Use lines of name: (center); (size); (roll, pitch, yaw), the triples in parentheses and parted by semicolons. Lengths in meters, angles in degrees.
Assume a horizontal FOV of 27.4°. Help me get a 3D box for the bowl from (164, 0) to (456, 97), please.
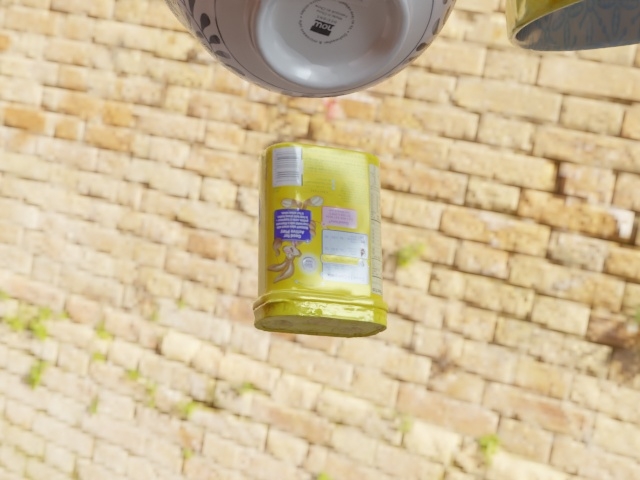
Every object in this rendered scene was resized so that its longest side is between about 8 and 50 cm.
bowl: (0.001, -0.126, 0.641); (0.170, 0.170, 0.080); (7, 43, -16)

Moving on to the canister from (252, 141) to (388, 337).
canister: (0.000, 0.000, 1.242); (0.126, 0.169, 0.073); (7, -18, -21)

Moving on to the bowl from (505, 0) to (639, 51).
bowl: (0.265, -0.244, 0.947); (0.290, 0.156, 0.289); (-9, -2, 0)
